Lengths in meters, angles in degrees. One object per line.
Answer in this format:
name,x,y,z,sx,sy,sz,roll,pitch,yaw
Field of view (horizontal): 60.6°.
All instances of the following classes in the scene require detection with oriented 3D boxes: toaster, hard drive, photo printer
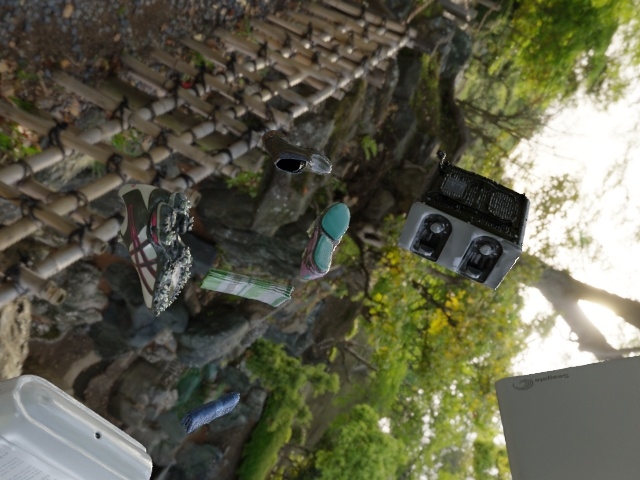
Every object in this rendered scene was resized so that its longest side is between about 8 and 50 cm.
toaster,0.223,-0.033,0.849,0.185,0.168,0.110,-54,166,-50
hard drive,0.345,0.271,0.640,0.353,0.233,0.047,-68,140,-64
photo printer,-0.474,0.359,0.887,0.256,0.307,0.107,-33,-147,9

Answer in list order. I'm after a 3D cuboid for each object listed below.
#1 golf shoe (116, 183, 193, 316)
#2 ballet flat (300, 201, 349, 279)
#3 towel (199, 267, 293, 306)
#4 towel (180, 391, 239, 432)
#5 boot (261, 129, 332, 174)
golf shoe,-0.308,0.016,1.015,0.105,0.120,0.272,-49,156,-55
ballet flat,0.000,0.000,1.194,0.079,0.077,0.221,-26,-151,38
towel,-0.134,0.088,0.975,0.113,0.152,0.023,137,-36,-63
towel,-0.225,0.353,1.133,0.120,0.029,0.067,-14,149,-41
boot,-0.051,-0.195,1.407,0.082,0.219,0.106,-48,-140,28
